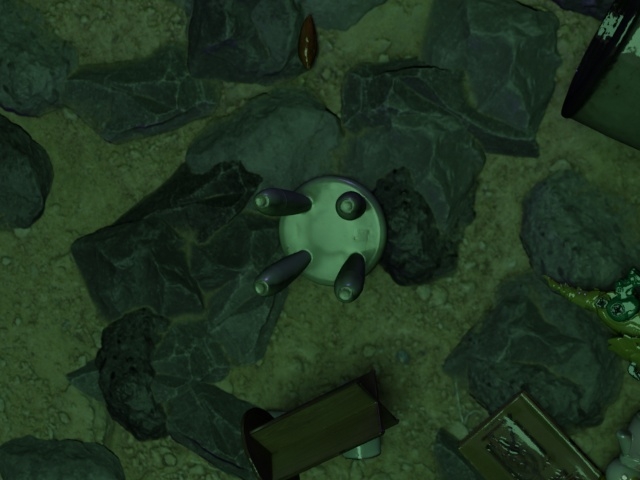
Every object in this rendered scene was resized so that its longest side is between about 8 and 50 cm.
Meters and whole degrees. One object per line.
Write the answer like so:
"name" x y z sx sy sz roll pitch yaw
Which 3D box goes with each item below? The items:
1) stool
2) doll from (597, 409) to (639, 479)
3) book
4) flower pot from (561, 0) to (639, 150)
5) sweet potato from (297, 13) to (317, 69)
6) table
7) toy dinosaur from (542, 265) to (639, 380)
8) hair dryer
"stool" 0.000 0.000 1.766 0.195 0.198 0.195 3 102 14
"doll" 0.522 0.350 1.733 0.129 0.081 0.207 23 103 -28
"book" 0.368 0.390 1.817 0.231 0.026 0.161 46 107 4
"flower pot" 0.558 -0.233 1.535 0.330 0.293 0.294 30 106 2
"sweet potato" -0.022 -0.336 1.801 0.034 0.034 0.095 4 89 15
"table" 0.005 0.315 1.781 0.226 0.167 0.167 -29 91 18
"toy dinosaur" 0.485 0.107 1.710 0.259 0.094 0.153 39 103 15
"hair dryer" -0.007 0.315 1.899 0.236 0.073 0.131 -2 97 25
